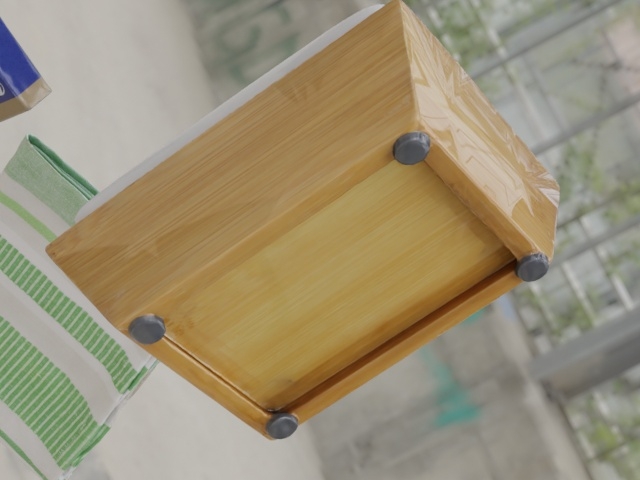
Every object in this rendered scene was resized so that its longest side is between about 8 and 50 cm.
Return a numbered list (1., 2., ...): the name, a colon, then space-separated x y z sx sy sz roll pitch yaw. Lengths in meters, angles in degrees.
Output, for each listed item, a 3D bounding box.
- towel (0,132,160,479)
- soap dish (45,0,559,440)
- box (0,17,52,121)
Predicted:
1. towel: -0.280 0.084 1.763 0.248 0.325 0.038 41 34 4
2. soap dish: 0.000 0.000 1.170 0.229 0.291 0.118 43 19 -44
3. box: -0.305 -0.178 1.261 0.036 0.136 0.225 -47 112 -41
